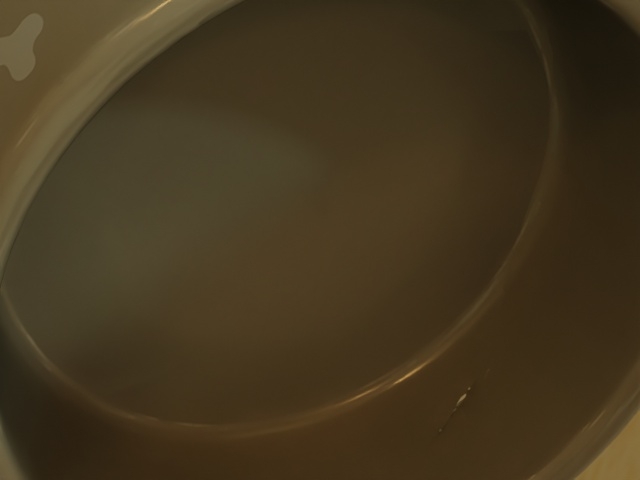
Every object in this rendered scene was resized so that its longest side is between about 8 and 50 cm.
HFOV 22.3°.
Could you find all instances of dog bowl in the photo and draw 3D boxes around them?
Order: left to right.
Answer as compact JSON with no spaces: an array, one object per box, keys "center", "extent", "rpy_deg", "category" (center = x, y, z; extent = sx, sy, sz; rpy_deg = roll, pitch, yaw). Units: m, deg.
[{"center":[0.000,0.000,0.619],"extent":[0.349,0.349,0.102],"rpy_deg":[24,19,-35],"category":"dog bowl"}]
